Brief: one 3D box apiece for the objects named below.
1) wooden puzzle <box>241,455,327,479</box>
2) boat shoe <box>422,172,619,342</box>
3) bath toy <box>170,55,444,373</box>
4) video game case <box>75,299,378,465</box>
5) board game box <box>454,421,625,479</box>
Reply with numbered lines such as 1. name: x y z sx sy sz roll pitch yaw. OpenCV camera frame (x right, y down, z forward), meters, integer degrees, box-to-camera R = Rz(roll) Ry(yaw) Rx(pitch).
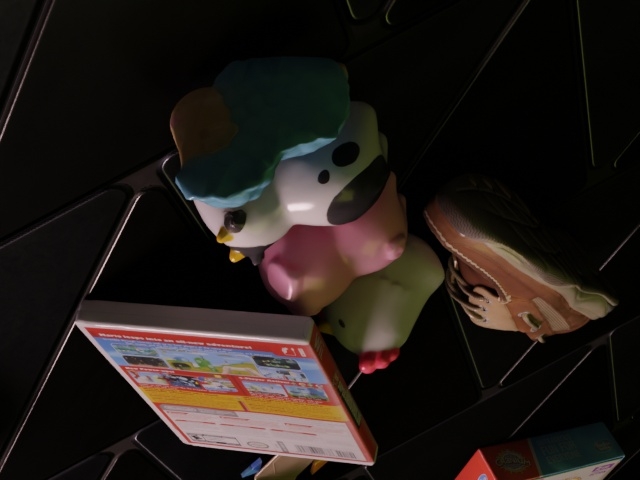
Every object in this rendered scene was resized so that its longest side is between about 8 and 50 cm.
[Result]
1. wooden puzzle: -0.034 0.255 1.342 0.078 0.014 0.116 -47 143 19
2. boat shoe: 0.181 0.036 1.111 0.116 0.123 0.324 -38 144 18
3. bath toy: 0.000 0.000 0.920 0.151 0.129 0.348 -1 153 21
4. video game case: -0.072 0.134 1.038 0.204 0.025 0.285 3 151 17
5. board game box: 0.274 0.402 1.719 0.242 0.064 0.316 -5 140 -32
